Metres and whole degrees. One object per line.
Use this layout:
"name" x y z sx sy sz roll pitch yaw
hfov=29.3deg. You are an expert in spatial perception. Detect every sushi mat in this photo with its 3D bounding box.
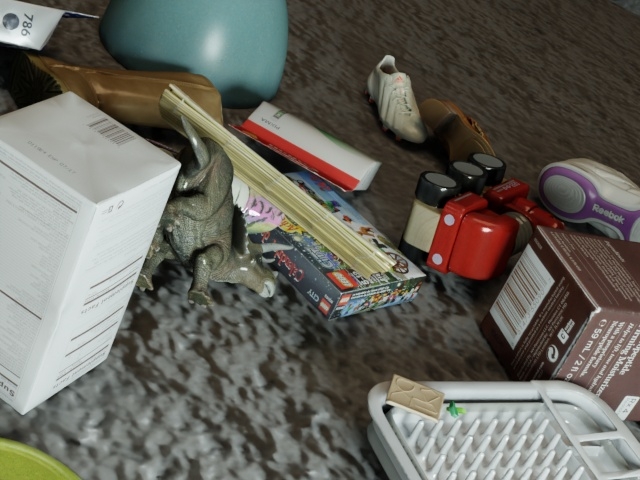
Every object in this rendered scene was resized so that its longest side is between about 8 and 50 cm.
"sushi mat" -0.053 -0.061 1.380 0.316 0.019 0.151 38 -8 -4

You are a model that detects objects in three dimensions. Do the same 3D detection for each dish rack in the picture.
"dish rack" 0.215 0.262 1.255 0.332 0.072 0.285 5 36 -32

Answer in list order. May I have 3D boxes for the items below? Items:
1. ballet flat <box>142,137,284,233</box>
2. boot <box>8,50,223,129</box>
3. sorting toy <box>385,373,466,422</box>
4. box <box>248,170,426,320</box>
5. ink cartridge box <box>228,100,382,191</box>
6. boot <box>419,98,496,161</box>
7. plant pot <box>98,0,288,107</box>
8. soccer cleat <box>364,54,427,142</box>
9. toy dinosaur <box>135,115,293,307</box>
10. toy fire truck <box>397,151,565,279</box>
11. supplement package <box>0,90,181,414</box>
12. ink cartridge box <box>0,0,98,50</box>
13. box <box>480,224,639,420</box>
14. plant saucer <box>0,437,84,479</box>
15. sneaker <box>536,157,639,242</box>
"ballet flat" -0.150 -0.069 1.477 0.221 0.077 0.079 22 -14 15
"boot" -0.243 -0.171 1.592 0.269 0.089 0.236 4 33 -34
"sorting toy" 0.108 0.167 1.248 0.083 0.012 0.062 22 24 3
"box" 0.000 0.000 1.545 0.159 0.044 0.233 -9 44 -46
"ink cartridge box" -0.016 -0.129 1.656 0.181 0.056 0.224 29 4 6
"boot" 0.244 -0.145 1.949 0.197 0.073 0.152 58 19 15
"plant pot" -0.165 -0.359 1.851 0.290 0.195 0.290 19 30 -12
"soccer cleat" 0.124 -0.227 1.978 0.068 0.076 0.196 8 34 -28
"toy dinosaur" -0.138 -0.035 1.338 0.121 0.313 0.160 6 48 21
"toy fire truck" 0.253 0.012 1.645 0.246 0.158 0.217 27 27 26
"supplement package" -0.252 0.011 1.128 0.139 0.244 0.134 34 31 13
"ink cartridge box" -0.469 -0.293 1.580 0.332 0.065 0.165 7 5 -26
"box" 0.341 0.105 1.508 0.203 0.168 0.167 8 33 -27
"plant saucer" -0.265 0.232 0.971 0.241 0.037 0.241 18 30 -11
"sneaker" 0.496 -0.045 1.926 0.305 0.114 0.152 37 32 20
